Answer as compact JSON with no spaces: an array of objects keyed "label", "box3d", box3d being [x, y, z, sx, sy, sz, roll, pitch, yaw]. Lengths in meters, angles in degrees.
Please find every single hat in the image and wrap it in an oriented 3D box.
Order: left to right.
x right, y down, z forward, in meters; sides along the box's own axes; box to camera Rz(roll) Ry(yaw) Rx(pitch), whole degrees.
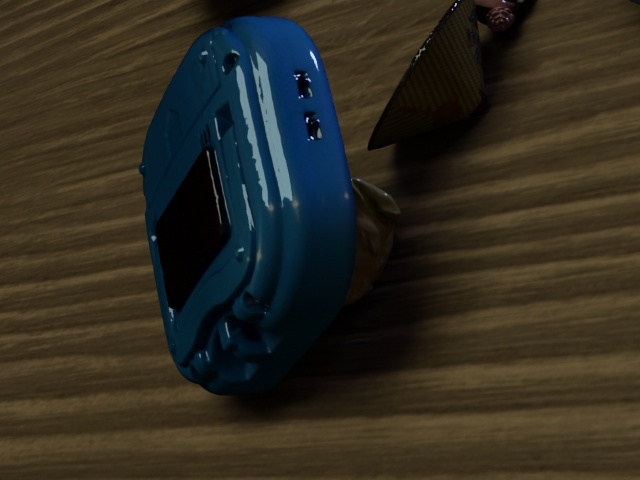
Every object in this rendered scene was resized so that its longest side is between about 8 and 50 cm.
[{"label":"hat","box3d":[0.130,-0.151,1.764,0.193,0.082,0.193,-57,-4,-6]}]

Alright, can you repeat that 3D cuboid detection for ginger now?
[{"label":"ginger","box3d":[-0.001,-0.002,1.747,0.193,0.115,0.122,6,78,65]}]

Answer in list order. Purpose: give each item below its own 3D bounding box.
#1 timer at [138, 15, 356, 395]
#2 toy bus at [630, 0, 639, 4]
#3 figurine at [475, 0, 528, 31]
[{"label":"timer","box3d":[-0.078,-0.029,1.685,0.340,0.115,0.309,128,134,-56]},{"label":"toy bus","box3d":[0.362,-0.339,1.590,0.288,0.194,0.232,-18,32,40]},{"label":"figurine","box3d":[0.206,-0.267,1.813,0.129,0.054,0.072,-45,47,-6]}]
